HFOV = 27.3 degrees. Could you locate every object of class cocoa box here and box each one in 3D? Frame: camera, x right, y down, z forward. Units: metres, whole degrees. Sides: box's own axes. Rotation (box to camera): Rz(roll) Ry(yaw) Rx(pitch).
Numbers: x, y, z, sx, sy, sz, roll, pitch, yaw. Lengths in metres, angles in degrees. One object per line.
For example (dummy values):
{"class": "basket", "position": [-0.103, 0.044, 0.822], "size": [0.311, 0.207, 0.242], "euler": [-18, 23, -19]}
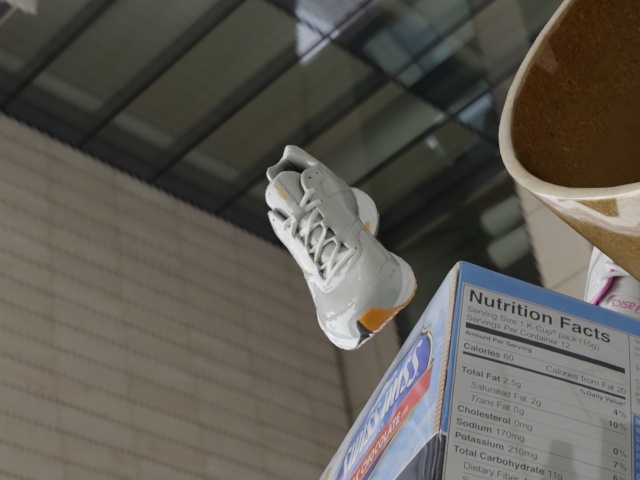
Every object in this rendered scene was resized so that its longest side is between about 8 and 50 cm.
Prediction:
{"class": "cocoa box", "position": [0.120, 0.223, 0.854], "size": [0.231, 0.347, 0.228], "euler": [18, -132, -8]}

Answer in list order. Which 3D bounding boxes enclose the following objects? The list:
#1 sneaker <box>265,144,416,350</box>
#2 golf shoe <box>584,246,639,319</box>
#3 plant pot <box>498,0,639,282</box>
{"class": "sneaker", "position": [0.000, 0.000, 1.192], "size": [0.121, 0.099, 0.262], "euler": [43, -170, -26]}
{"class": "golf shoe", "position": [0.292, 0.009, 1.162], "size": [0.140, 0.115, 0.306], "euler": [-41, -46, -59]}
{"class": "plant pot", "position": [0.232, -0.014, 0.464], "size": [0.254, 0.237, 0.237], "euler": [46, -148, -19]}
